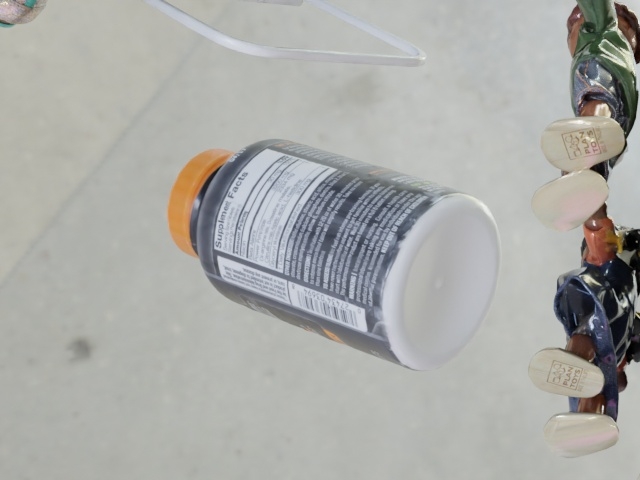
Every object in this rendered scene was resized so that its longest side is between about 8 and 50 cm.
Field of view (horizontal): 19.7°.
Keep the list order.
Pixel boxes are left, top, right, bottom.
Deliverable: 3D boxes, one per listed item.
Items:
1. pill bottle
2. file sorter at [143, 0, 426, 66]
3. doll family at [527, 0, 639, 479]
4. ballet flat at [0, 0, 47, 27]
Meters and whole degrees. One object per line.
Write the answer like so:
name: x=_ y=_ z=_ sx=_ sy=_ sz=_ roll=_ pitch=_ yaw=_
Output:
pill bottle: x=0.000 y=0.000 z=1.342 sx=0.130 sy=0.246 sz=0.130 roll=-21 pitch=120 yaw=-42
file sorter: x=-0.004 y=-0.266 z=1.166 sx=0.193 sy=0.173 sz=0.277 roll=-2 pitch=114 yaw=-44
doll family: x=0.106 y=0.007 z=0.581 sx=0.111 sy=0.076 sz=0.193 roll=-70 pitch=163 yaw=-56
ballet flat: x=-0.298 y=-0.324 z=1.572 sx=0.107 sy=0.106 sz=0.316 roll=-2 pitch=54 yaw=-54
